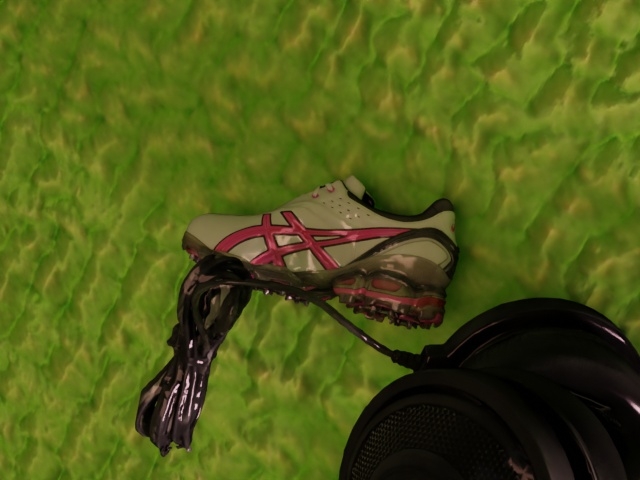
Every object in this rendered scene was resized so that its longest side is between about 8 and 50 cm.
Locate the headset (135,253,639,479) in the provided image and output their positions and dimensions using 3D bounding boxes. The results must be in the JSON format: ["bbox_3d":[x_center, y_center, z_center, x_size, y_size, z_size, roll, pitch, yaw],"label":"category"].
[{"bbox_3d":[0.084,0.133,0.581,0.394,0.243,0.185,31,111,16],"label":"headset"}]

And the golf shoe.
[{"bbox_3d":[0.000,0.000,0.716,0.186,0.067,0.086,10,79,23],"label":"golf shoe"}]
